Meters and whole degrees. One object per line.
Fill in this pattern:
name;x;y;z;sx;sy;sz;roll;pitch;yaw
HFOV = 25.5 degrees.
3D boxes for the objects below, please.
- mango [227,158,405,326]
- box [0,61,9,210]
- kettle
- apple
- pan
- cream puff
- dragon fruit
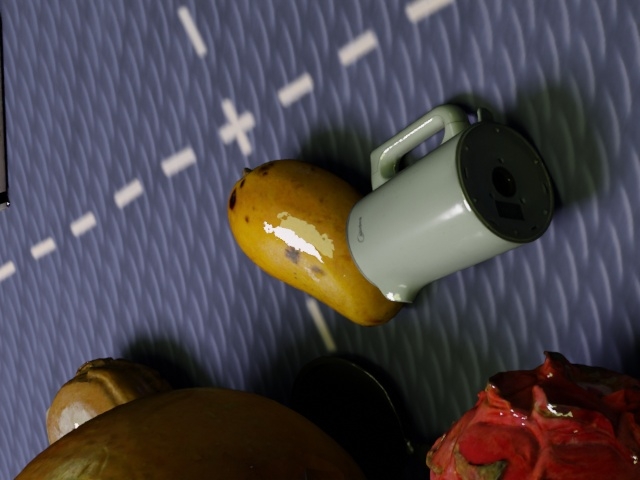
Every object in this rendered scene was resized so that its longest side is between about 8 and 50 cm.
mango;-0.001;-0.003;1.203;0.178;0.090;0.115;34;139;25
box;-0.396;-0.160;1.549;0.129;0.033;0.247;24;121;36
kettle;0.090;-0.032;1.102;0.148;0.098;0.127;-29;91;49
apple;-0.115;0.314;1.202;0.374;0.384;0.374;22;142;18
pan;0.065;0.177;1.255;0.235;0.028;0.136;17;118;42
cream puff;-0.199;0.194;1.448;0.165;0.115;0.150;55;128;24
dragon fruit;0.185;0.204;1.018;0.241;0.241;0.252;49;119;18
